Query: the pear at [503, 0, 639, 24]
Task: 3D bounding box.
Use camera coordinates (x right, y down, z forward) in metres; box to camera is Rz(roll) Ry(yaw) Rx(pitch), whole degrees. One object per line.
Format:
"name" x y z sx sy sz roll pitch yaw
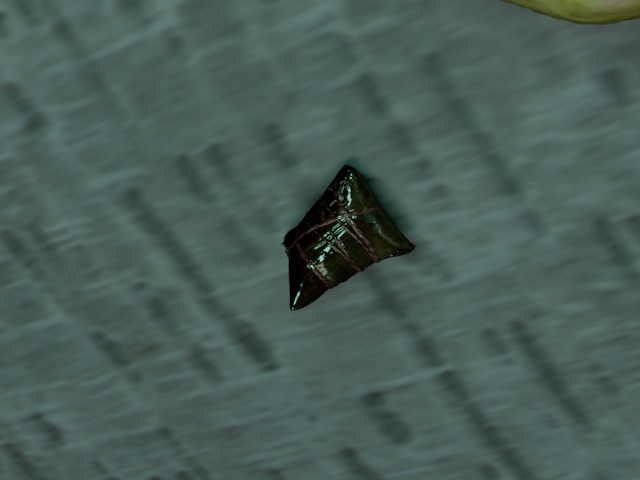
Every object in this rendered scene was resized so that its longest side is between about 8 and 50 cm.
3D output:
"pear" 0.105 -0.212 0.658 0.271 0.271 0.271 9 133 9

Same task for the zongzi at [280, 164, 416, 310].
"zongzi" 0.000 0.000 1.021 0.083 0.073 0.067 -43 115 -3
